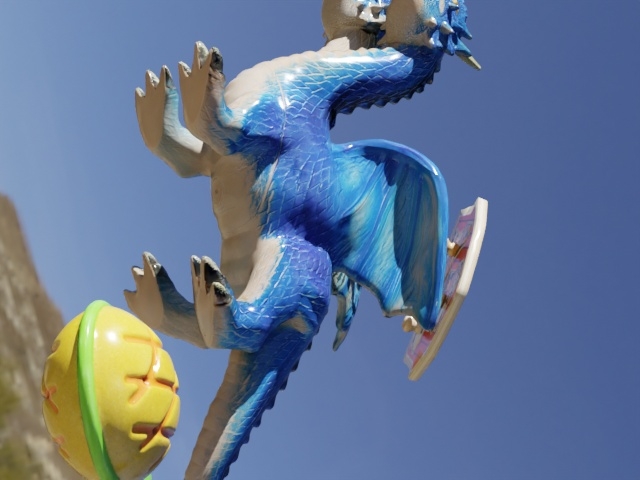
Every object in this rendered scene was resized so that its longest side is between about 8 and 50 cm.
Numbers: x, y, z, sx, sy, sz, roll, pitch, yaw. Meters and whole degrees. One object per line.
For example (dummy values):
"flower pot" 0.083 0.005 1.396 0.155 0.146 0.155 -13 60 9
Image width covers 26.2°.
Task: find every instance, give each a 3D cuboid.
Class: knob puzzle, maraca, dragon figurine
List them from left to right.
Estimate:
"maraca" -0.151 0.136 1.020 0.127 0.099 0.186 -62 145 -74
"dragon figurine" 0.000 0.000 0.580 0.085 0.144 0.289 -18 -110 58
"knob puzzle" 0.117 0.045 1.354 0.213 0.030 0.213 -158 -90 -88
